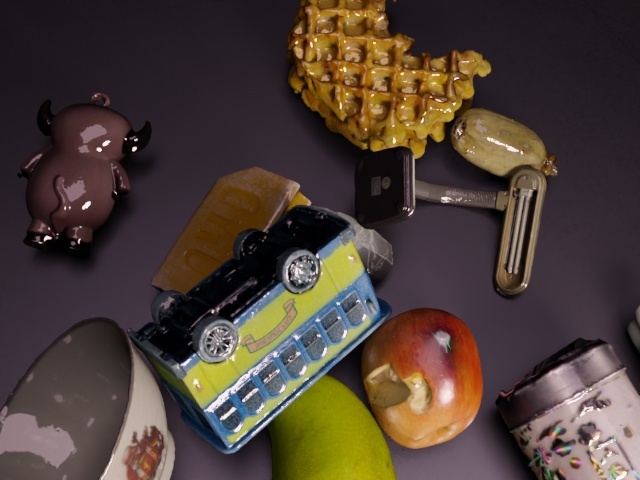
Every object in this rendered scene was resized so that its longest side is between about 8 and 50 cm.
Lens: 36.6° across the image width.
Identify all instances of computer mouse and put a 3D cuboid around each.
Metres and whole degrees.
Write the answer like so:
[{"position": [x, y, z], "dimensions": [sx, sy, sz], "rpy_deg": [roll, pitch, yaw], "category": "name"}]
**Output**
[{"position": [-0.001, 0.001, 1.471], "dimensions": [0.231, 0.071, 0.126], "rpy_deg": [18, 68, 5], "category": "computer mouse"}]

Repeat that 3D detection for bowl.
[{"position": [-0.295, 0.283, 1.267], "dimensions": [0.157, 0.337, 0.337], "rpy_deg": [34, 64, -34], "category": "bowl"}]

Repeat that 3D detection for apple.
[{"position": [0.142, 0.194, 1.347], "dimensions": [0.199, 0.199, 0.199], "rpy_deg": [1, 68, -3], "category": "apple"}]

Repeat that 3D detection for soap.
[{"position": [-0.132, 0.003, 1.432], "dimensions": [0.140, 0.073, 0.232], "rpy_deg": [23, 74, 29], "category": "soap"}]

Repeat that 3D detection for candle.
[{"position": [0.381, 0.304, 1.314], "dimensions": [0.187, 0.187, 0.330], "rpy_deg": [-23, 74, -12], "category": "candle"}]

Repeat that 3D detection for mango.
[{"position": [0.009, 0.306, 1.318], "dimensions": [0.175, 0.143, 0.293], "rpy_deg": [-23, 60, 2], "category": "mango"}]

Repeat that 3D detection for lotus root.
[{"position": [0.293, -0.148, 1.535], "dimensions": [0.183, 0.090, 0.077], "rpy_deg": [21, 42, -10], "category": "lotus root"}]

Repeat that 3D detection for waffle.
[{"position": [0.091, -0.291, 1.556], "dimensions": [0.261, 0.151, 0.324], "rpy_deg": [-34, 73, -18], "category": "waffle"}]

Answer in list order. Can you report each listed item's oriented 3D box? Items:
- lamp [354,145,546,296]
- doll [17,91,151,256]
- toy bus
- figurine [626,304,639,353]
[{"position": [0.192, -0.024, 1.471], "dimensions": [0.283, 0.124, 0.203], "rpy_deg": [8, 76, -24], "category": "lamp"}, {"position": [-0.363, -0.105, 1.468], "dimensions": [0.181, 0.117, 0.257], "rpy_deg": [11, 69, 0], "category": "doll"}, {"position": [-0.076, 0.109, 1.303], "dimensions": [0.312, 0.190, 0.152], "rpy_deg": [-39, 31, -20], "category": "toy bus"}, {"position": [0.551, 0.262, 1.357], "dimensions": [0.205, 0.225, 0.382], "rpy_deg": [-22, 44, -13], "category": "figurine"}]
